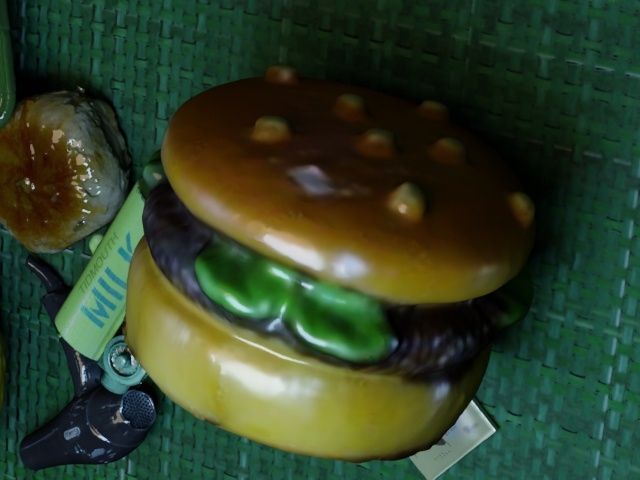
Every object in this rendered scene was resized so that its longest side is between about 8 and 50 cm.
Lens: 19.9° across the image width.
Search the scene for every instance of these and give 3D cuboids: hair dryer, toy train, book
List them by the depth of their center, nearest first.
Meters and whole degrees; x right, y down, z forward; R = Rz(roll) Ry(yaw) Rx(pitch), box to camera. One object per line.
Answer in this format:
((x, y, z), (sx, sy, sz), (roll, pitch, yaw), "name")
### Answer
((0.129, 0.200, 1.946), (0.077, 0.014, 0.111), (52, 124, 8), "book")
((-0.201, 0.046, 2.041), (0.157, 0.105, 0.253), (41, 116, 13), "toy train")
((-0.307, 0.142, 2.185), (0.235, 0.091, 0.272), (-24, 79, 45), "hair dryer")

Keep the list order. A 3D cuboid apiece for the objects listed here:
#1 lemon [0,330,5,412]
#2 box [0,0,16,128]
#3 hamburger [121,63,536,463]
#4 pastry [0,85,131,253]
((-0.541, 0.155, 2.139), (0.349, 0.387, 0.350), (-3, 115, -6), "lemon")
((-0.496, -0.270, 2.057), (0.252, 0.178, 0.329), (-12, 81, 36), "box")
((0.000, 0.000, 1.742), (0.395, 0.396, 0.277), (28, 118, 22), "hamburger")
((-0.309, -0.077, 2.089), (0.192, 0.093, 0.182), (-14, 99, 34), "pastry")
